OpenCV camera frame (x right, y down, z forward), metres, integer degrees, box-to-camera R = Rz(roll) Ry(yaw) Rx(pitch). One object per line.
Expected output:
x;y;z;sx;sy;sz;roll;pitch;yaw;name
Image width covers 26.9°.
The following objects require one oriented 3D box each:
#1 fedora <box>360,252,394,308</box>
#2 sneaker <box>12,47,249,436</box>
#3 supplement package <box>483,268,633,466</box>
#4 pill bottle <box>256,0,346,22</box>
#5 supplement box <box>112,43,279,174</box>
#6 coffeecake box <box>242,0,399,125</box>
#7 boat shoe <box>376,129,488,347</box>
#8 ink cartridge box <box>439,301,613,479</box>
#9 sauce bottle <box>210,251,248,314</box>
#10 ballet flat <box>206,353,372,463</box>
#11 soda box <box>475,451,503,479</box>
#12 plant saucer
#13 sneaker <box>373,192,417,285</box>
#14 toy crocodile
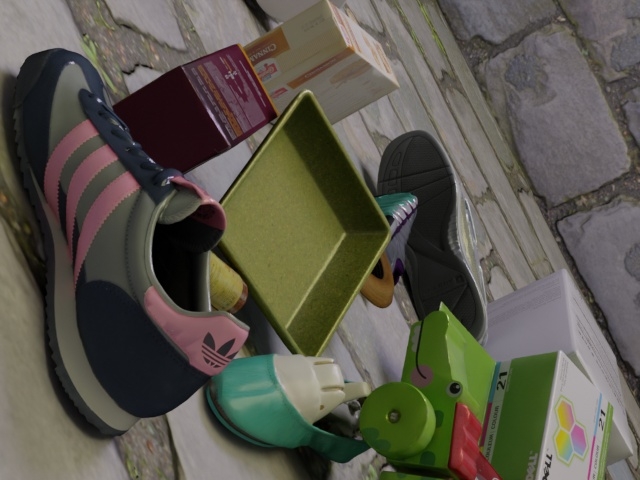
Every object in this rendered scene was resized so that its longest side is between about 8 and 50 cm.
0.000;0.000;1.407;0.194;0.079;0.194;50;18;-22;fedora
-0.130;-0.025;0.951;0.112;0.131;0.319;37;30;-56;sneaker
0.311;0.198;1.874;0.175;0.177;0.293;59;17;-14;supplement package
-0.035;-0.424;1.823;0.160;0.160;0.283;50;21;-37;pill bottle
-0.116;-0.106;1.170;0.081;0.104;0.188;60;16;-7;supplement box
-0.007;-0.197;1.578;0.068;0.142;0.185;67;16;17;coffeecake box
0.162;0.003;1.852;0.103;0.118;0.321;38;33;-68;boat shoe
0.224;0.208;1.531;0.255;0.097;0.189;46;46;-34;ink cartridge box
-0.108;0.020;1.108;0.128;0.042;0.042;47;22;-48;sauce bottle
-0.007;0.136;1.154;0.247;0.087;0.083;33;30;-60;ballet flat
0.185;0.327;1.451;0.263;0.083;0.092;52;20;-34;soda box
-0.027;-0.011;1.233;0.188;0.045;0.188;58;48;-31;plant saucer
0.076;0.004;1.683;0.223;0.083;0.098;-45;128;-69;sneaker
0.085;0.225;1.137;0.115;0.105;0.341;55;44;-54;toy crocodile
